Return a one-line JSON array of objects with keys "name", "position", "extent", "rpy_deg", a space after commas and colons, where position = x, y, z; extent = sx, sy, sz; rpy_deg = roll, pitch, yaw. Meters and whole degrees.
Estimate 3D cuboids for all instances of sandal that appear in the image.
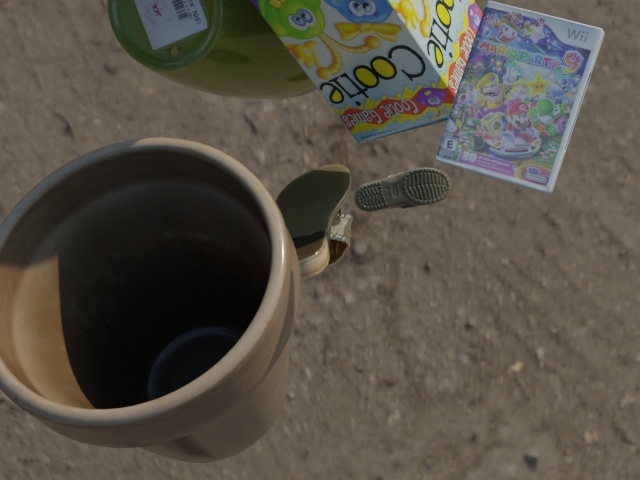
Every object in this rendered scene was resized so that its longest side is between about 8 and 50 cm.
[{"name": "sandal", "position": [-0.006, 0.001, 1.435], "extent": [0.088, 0.079, 0.240], "rpy_deg": [-10, 26, 13]}]

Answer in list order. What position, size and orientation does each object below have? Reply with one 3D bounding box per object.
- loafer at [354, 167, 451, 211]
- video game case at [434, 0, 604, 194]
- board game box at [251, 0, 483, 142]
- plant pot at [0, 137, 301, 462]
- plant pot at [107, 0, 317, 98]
[{"name": "loafer", "position": [0.114, -0.073, 1.842], "extent": [0.148, 0.050, 0.056], "rpy_deg": [-7, 93, -15]}, {"name": "video game case", "position": [0.141, -0.102, 0.913], "extent": [0.087, 0.011, 0.122], "rpy_deg": [18, 88, 19]}, {"name": "board game box", "position": [0.042, -0.255, 1.326], "extent": [0.142, 0.275, 0.144], "rpy_deg": [-12, 44, 35]}, {"name": "plant pot", "position": [-0.129, 0.081, 1.096], "extent": [0.263, 0.229, 0.263], "rpy_deg": [-6, 58, 10]}, {"name": "plant pot", "position": [-0.113, -0.281, 1.479], "extent": [0.275, 0.293, 0.274], "rpy_deg": [5, 105, 20]}]
